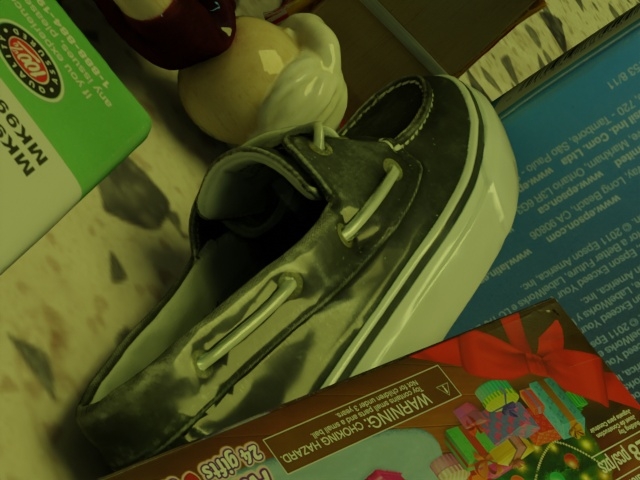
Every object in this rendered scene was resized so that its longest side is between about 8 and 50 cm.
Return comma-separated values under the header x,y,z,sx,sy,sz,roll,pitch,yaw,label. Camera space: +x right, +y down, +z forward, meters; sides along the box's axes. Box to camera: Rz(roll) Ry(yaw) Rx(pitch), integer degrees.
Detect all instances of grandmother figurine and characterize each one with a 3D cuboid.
x,y,z,sx,sy,sz,roll,pitch,yaw,label
-0.109,-0.155,0.769,0.342,0.104,0.208,44,22,-29,grandmother figurine

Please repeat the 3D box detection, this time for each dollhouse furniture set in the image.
x,y,z,sx,sy,sz,roll,pitch,yaw,label
-0.021,-0.244,0.920,0.374,0.201,0.152,43,29,-13,dollhouse furniture set

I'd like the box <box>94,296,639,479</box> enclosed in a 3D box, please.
x,y,z,sx,sy,sz,roll,pitch,yaw,label
0.042,0.144,0.530,0.293,0.057,0.201,-18,64,-43,box

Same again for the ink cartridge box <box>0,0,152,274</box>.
x,y,z,sx,sy,sz,roll,pitch,yaw,label
-0.200,-0.033,0.437,0.211,0.121,0.289,51,27,-10,ink cartridge box

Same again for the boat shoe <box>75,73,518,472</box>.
x,y,z,sx,sy,sz,roll,pitch,yaw,label
0.000,0.000,0.704,0.119,0.121,0.335,51,37,-19,boat shoe

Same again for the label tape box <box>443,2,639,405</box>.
x,y,z,sx,sy,sz,roll,pitch,yaw,label
0.206,0.057,0.890,0.348,0.249,0.115,52,26,-8,label tape box
